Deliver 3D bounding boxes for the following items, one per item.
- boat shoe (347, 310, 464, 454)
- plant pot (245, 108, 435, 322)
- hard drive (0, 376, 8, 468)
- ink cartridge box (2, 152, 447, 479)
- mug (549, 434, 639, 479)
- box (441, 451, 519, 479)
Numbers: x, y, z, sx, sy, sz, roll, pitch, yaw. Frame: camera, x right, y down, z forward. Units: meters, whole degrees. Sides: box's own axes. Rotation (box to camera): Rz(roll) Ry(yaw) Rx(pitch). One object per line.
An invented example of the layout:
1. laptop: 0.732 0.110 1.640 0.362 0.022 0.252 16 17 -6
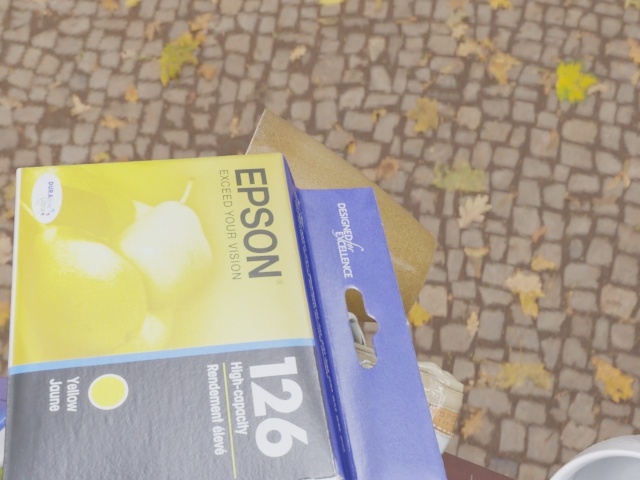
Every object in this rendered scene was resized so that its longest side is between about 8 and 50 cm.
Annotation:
1. boat shoe: 0.001 0.112 0.896 0.302 0.113 0.103 29 88 28
2. plant pot: 0.000 0.000 1.144 0.254 0.237 0.237 24 64 -7
3. hard drive: -0.384 0.245 0.838 0.319 0.210 0.040 -44 104 -26
4. ink cartridge box: -0.078 0.063 0.721 0.307 0.072 0.303 -6 53 -7
5. mug: 0.526 0.400 1.485 0.276 0.328 0.374 18 96 28
6. box: 0.022 0.302 1.008 0.381 0.143 0.191 26 57 -22
